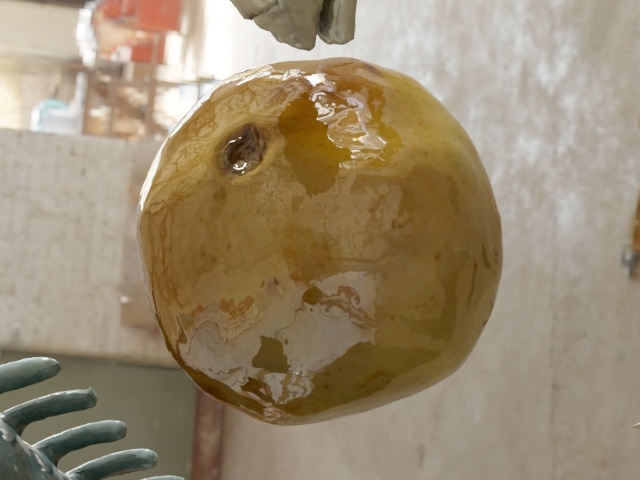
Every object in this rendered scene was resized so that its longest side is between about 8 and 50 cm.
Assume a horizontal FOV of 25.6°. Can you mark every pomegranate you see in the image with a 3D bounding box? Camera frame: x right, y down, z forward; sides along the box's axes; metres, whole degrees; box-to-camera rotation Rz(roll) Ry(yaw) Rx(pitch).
[{"bbox_3d":[-0.004,-0.002,0.832,0.233,0.233,0.233,-174,90,-75],"label":"pomegranate"}]

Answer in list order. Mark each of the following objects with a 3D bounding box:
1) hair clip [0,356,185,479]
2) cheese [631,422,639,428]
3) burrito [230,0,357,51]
[{"bbox_3d":[-0.246,0.257,1.119,0.318,0.392,0.238,55,-152,-52],"label":"hair clip"},{"bbox_3d":[0.370,0.178,1.466,0.084,0.060,0.041,-52,34,17],"label":"cheese"},{"bbox_3d":[-0.055,-0.206,0.579,0.117,0.076,0.392,41,169,27],"label":"burrito"}]
